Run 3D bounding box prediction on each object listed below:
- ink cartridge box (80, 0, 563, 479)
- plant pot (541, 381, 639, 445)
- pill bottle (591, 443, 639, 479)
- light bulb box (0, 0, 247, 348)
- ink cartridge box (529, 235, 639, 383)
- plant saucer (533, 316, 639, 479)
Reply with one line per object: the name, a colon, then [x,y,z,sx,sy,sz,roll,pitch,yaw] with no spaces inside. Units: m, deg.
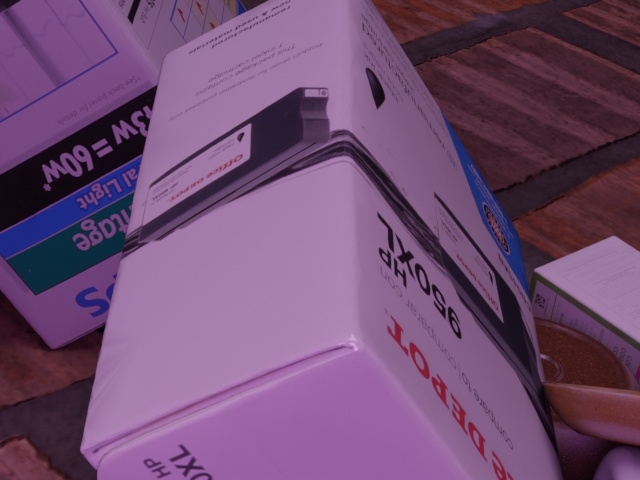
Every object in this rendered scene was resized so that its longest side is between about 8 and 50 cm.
ink cartridge box: [0.020,0.052,0.810,0.166,0.285,0.395,-25,34,19]
plant pot: [0.257,0.118,0.804,0.236,0.032,0.236,6,-4,0]
pill bottle: [0.300,0.215,0.775,0.264,0.153,0.153,7,32,2]
light bulb box: [-0.217,-0.172,1.080,0.225,0.361,0.358,-26,28,15]
ink cartridge box: [0.284,0.082,1.071,0.109,0.062,0.209,-19,39,-34]
plant saucer: [0.164,0.110,0.979,0.198,0.036,0.198,7,29,-4]
